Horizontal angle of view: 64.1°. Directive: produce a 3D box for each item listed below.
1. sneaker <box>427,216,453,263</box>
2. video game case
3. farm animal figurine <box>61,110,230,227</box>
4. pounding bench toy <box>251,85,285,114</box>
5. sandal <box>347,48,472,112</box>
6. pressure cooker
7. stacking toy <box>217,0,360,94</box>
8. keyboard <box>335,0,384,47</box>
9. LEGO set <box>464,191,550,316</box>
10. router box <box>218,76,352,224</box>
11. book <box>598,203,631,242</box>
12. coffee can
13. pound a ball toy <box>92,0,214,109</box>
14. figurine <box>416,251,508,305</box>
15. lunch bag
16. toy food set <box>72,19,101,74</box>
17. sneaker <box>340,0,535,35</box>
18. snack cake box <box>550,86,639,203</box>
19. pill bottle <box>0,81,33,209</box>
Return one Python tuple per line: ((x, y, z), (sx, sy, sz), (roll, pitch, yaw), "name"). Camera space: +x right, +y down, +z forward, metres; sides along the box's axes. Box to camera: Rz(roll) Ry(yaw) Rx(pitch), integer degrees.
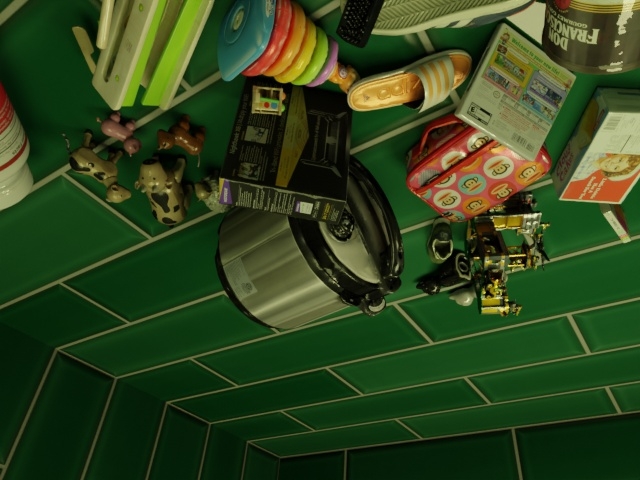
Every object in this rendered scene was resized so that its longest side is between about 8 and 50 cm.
((0.342, 0.025, 1.464), (0.064, 0.086, 0.192), (0, 141, 7), "sneaker")
((0.392, -0.291, 1.022), (0.212, 0.023, 0.194), (24, 95, -22), "video game case")
((-0.421, -0.152, 1.262), (0.329, 0.172, 0.327), (-8, 140, 16), "farm animal figurine")
((-0.101, -0.273, 0.996), (0.065, 0.083, 0.052), (3, 104, -9), "pounding bench toy")
((0.189, -0.303, 1.045), (0.265, 0.076, 0.102), (-17, 141, 2), "sandal")
((-0.003, 0.003, 1.248), (0.420, 0.376, 0.369), (-28, 128, 35), "pressure cooker")
((-0.031, -0.359, 0.994), (0.301, 0.175, 0.165), (16, 160, -36), "stacking toy")
((0.070, -0.441, 0.879), (0.038, 0.100, 0.192), (-9, 128, -52), "keyboard")
((0.487, 0.027, 1.299), (0.191, 0.331, 0.255), (-3, 120, 8), "LEGO set")
((-0.062, -0.195, 1.059), (0.242, 0.309, 0.081), (10, 145, -5), "router box")
((0.741, -0.068, 1.295), (0.035, 0.096, 0.144), (-27, 131, 34), "book")
((0.454, -0.430, 0.777), (0.201, 0.202, 0.275), (-7, 145, 15), "coffee can")
((-0.339, -0.396, 0.915), (0.208, 0.136, 0.319), (-18, 152, -49), "pound a ball toy")
((0.441, 0.138, 1.607), (0.214, 0.093, 0.209), (20, 147, -19), "figurine")
((0.345, -0.192, 1.180), (0.258, 0.120, 0.293), (34, 132, -25), "lunch bag")
((-0.394, -0.406, 1.059), (0.191, 0.039, 0.132), (-4, 147, -6), "toy food set")
((0.212, -0.426, 0.905), (0.349, 0.148, 0.131), (8, 103, 26), "sneaker")
((0.649, -0.204, 1.144), (0.152, 0.089, 0.264), (3, 141, 0), "snack cake box")
((-0.798, -0.261, 1.125), (0.228, 0.229, 0.408), (6, 141, -1), "pill bottle")
